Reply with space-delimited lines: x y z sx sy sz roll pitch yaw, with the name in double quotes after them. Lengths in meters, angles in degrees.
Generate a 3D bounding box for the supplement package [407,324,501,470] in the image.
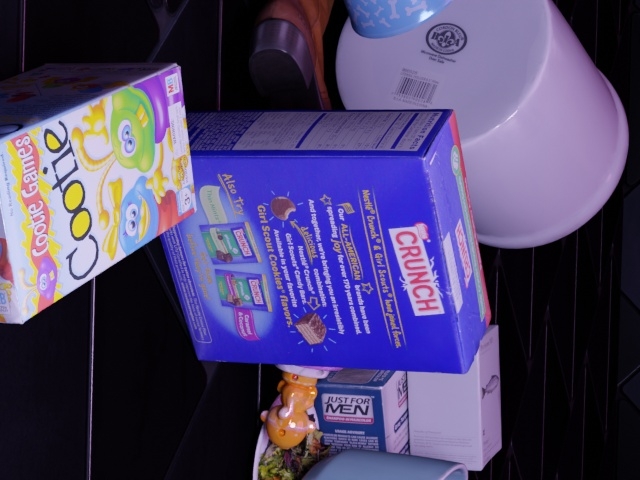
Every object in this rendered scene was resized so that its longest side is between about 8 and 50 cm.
0.183 0.210 1.928 0.105 0.105 0.179 -22 111 -65 "supplement package"

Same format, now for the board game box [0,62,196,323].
-0.234 -0.049 1.165 0.275 0.144 0.142 -38 127 -59 "board game box"

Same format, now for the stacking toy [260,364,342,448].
-0.010 0.103 1.690 0.166 0.175 0.302 -9 112 -82 "stacking toy"

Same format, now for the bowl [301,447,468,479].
0.041 0.383 1.747 0.311 0.163 0.311 -51 155 -35 "bowl"

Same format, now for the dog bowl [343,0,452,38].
0.097 -0.383 1.834 0.074 0.166 0.297 54 26 -38 "dog bowl"

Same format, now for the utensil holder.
0.234 -0.199 2.003 0.385 0.327 0.327 38 58 -60 "utensil holder"

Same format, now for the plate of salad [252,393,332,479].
-0.032 0.284 1.775 0.200 0.048 0.200 2 90 -66 "plate of salad"

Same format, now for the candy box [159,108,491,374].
0.000 0.000 1.487 0.122 0.317 0.268 -57 142 -49 "candy box"

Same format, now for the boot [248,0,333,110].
-0.021 -0.233 1.754 0.264 0.096 0.280 64 25 -42 "boot"

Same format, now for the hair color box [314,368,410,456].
0.081 0.328 1.963 0.174 0.105 0.347 -39 127 -62 "hair color box"
